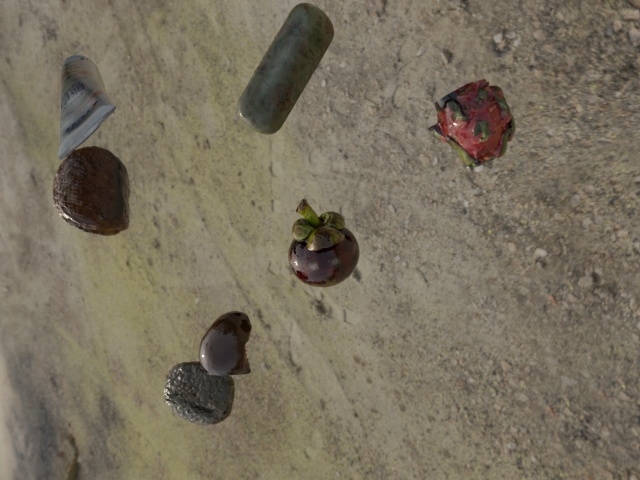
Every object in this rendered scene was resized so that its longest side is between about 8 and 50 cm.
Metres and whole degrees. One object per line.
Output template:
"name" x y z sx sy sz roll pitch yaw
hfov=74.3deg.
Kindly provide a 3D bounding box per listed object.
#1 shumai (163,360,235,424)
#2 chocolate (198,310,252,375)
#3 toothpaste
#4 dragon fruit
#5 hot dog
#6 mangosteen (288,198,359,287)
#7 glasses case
"shumai" -0.320 0.414 1.199 0.205 0.175 0.166 17 88 12
"chocolate" -0.193 0.218 0.907 0.124 0.127 0.133 -10 73 33
"toothpaste" -0.366 -0.220 0.654 0.100 0.066 0.323 -41 44 1
"dragon fruit" 0.334 -0.248 0.930 0.166 0.160 0.172 -25 94 30
"hot dog" -0.497 -0.103 0.937 0.099 0.160 0.227 -41 48 30
"mangosteen" 0.009 0.002 0.860 0.156 0.145 0.182 13 107 48
"glasses case" -0.109 -0.533 1.324 0.425 0.156 0.098 -60 22 0
